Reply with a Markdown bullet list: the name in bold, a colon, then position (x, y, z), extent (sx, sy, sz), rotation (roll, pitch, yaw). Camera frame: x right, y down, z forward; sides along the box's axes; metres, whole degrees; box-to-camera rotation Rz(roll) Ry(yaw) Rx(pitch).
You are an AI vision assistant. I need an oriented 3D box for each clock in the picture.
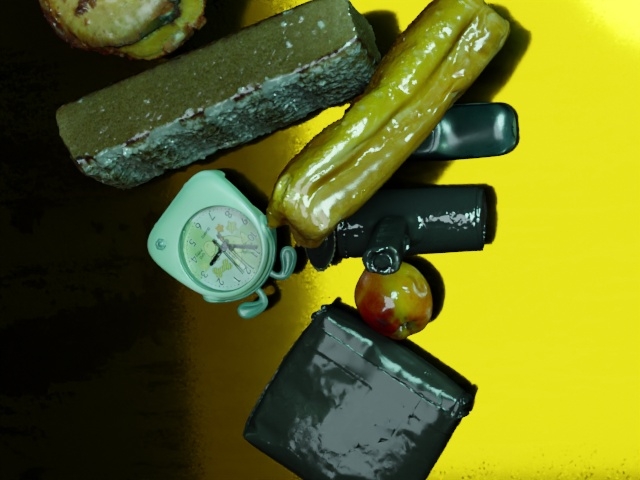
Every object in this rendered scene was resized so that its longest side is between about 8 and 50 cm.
- **clock**: position (0.000, 0.000, 1.926), extent (0.074, 0.010, 0.083), rotation (64, 145, 31)
- **clock**: position (-0.127, 0.010, 1.961), extent (0.188, 0.060, 0.148), rotation (42, 103, 7)

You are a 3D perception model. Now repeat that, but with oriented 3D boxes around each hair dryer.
- **hair dryer**: position (0.097, -0.001, 1.807), extent (0.197, 0.251, 0.089), rotation (-2, 105, 12)

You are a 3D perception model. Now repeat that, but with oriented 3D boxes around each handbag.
- **handbag**: position (0.045, 0.231, 1.928), extent (0.246, 0.080, 0.223), rotation (33, 102, 9)

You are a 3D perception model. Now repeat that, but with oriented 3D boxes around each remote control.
- **remote control**: position (0.140, -0.137, 1.887), extent (0.221, 0.042, 0.072), rotation (-3, 93, 15)

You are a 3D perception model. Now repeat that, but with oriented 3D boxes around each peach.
- **peach**: position (0.094, 0.072, 1.894), extent (0.100, 0.100, 0.101), rotation (1, 96, 14)

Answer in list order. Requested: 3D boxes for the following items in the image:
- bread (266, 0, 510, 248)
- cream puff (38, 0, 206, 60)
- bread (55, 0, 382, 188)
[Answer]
- **bread**: position (0.072, -0.142, 1.776), extent (0.109, 0.185, 0.380), rotation (42, 74, -3)
- **cream puff**: position (-0.246, -0.345, 1.909), extent (0.240, 0.164, 0.240), rotation (-3, 80, 19)
- **bread**: position (-0.122, -0.184, 1.884), extent (0.416, 0.165, 0.113), rotation (-21, 78, 16)
